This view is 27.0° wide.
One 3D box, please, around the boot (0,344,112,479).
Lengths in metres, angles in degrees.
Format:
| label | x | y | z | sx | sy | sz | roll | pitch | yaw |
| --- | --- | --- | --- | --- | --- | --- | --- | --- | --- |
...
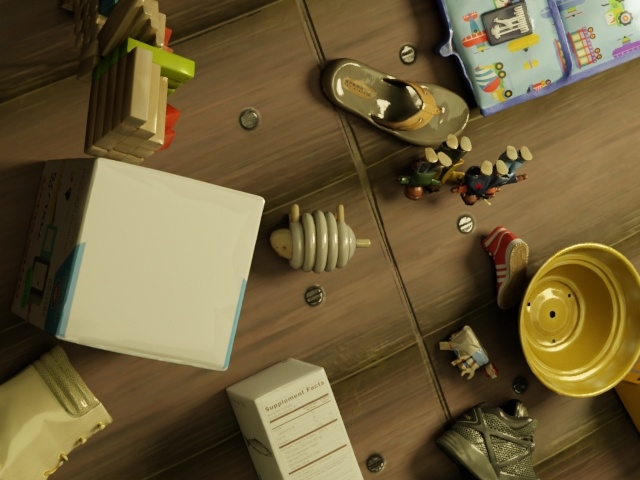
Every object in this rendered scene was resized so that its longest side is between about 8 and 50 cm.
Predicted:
| label | x | y | z | sx | sy | sz | roll | pitch | yaw |
| --- | --- | --- | --- | --- | --- | --- | --- | --- | --- |
| boot | -0.329 | 0.277 | 1.587 | 0.203 | 0.095 | 0.262 | -31 | 100 | -21 |

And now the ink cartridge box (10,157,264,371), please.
| label | x | y | z | sx | sy | sz | roll | pitch | yaw |
| --- | --- | --- | --- | --- | --- | --- | --- | --- | --- |
| ink cartridge box | -0.217 | 0.021 | 1.525 | 0.197 | 0.270 | 0.198 | 13 | 87 | -23 |

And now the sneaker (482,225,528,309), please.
| label | x | y | z | sx | sy | sz | roll | pitch | yaw |
| --- | --- | --- | --- | --- | --- | --- | --- | --- | --- |
| sneaker | 0.257 | 0.035 | 1.872 | 0.042 | 0.067 | 0.118 | -14 | 128 | -25 |

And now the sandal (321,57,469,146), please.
| label | x | y | z | sx | sy | sz | roll | pitch | yaw |
| --- | --- | --- | --- | --- | --- | --- | --- | --- | --- |
| sandal | 0.107 | -0.187 | 1.776 | 0.219 | 0.060 | 0.090 | 22 | 84 | -24 |

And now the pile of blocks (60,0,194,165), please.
| label | x | y | z | sx | sy | sz | roll | pitch | yaw |
| --- | --- | --- | --- | --- | --- | --- | --- | --- | --- |
| pile of blocks | -0.201 | -0.230 | 1.507 | 0.112 | 0.362 | 0.149 | 16 | 129 | -33 |

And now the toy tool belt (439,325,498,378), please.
| label | x | y | z | sx | sy | sz | roll | pitch | yaw |
| --- | --- | --- | --- | --- | --- | --- | --- | --- | --- |
| toy tool belt | 0.205 | 0.164 | 1.852 | 0.051 | 0.052 | 0.083 | -31 | 104 | 12 |

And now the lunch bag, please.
| label | x | y | z | sx | sy | sz | roll | pitch | yaw |
| --- | --- | --- | --- | --- | --- | --- | --- | --- | --- |
| lunch bag | 0.287 | -0.318 | 1.833 | 0.293 | 0.138 | 0.221 | -23 | 103 | -9 |

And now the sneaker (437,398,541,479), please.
| label | x | y | z | sx | sy | sz | roll | pitch | yaw |
| --- | --- | --- | --- | --- | --- | --- | --- | --- | --- |
| sneaker | 0.280 | 0.311 | 1.866 | 0.130 | 0.087 | 0.227 | -47 | 104 | -9 |

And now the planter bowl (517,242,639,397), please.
| label | x | y | z | sx | sy | sz | roll | pitch | yaw |
| --- | --- | --- | --- | --- | --- | --- | --- | --- | --- |
| planter bowl | 0.350 | 0.109 | 1.885 | 0.217 | 0.090 | 0.217 | -2 | 94 | -24 |

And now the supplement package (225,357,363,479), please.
| label | x | y | z | sx | sy | sz | roll | pitch | yaw |
| --- | --- | --- | --- | --- | --- | --- | --- | --- | --- |
| supplement package | -0.032 | 0.256 | 1.712 | 0.105 | 0.105 | 0.179 | -24 | 102 | -21 |

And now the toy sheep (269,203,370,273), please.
| label | x | y | z | sx | sy | sz | roll | pitch | yaw |
| --- | --- | --- | --- | --- | --- | --- | --- | --- | --- |
| toy sheep | 0.000 | 0.000 | 1.725 | 0.132 | 0.091 | 0.091 | -1 | 93 | -6 |

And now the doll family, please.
| label | x | y | z | sx | sy | sz | roll | pitch | yaw |
| --- | --- | --- | --- | --- | --- | --- | --- | --- | --- |
| doll family | 0.195 | -0.088 | 1.800 | 0.193 | 0.111 | 0.076 | 12 | 54 | -13 |

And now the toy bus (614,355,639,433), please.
| label | x | y | z | sx | sy | sz | roll | pitch | yaw |
| --- | --- | --- | --- | --- | --- | --- | --- | --- | --- |
| toy bus | 0.571 | 0.304 | 1.986 | 0.130 | 0.108 | 0.333 | -37 | 107 | -18 |
